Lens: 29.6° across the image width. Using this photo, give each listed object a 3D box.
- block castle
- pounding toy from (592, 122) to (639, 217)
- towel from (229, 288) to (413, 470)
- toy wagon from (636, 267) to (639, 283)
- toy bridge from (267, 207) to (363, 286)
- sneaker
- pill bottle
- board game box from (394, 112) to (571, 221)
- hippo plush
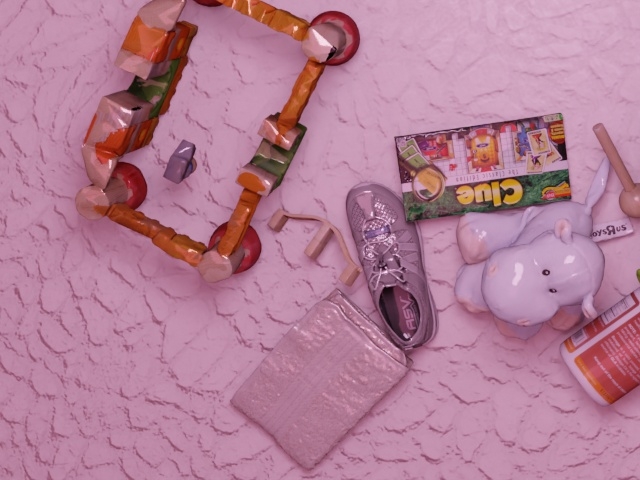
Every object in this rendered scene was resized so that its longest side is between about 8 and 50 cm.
[{"bbox_3d":[-0.163,-0.189,1.869,0.303,0.213,0.453,26,105,2],"label":"block castle"},{"bbox_3d":[0.508,-0.085,1.691,0.237,0.110,0.183,-7,134,34],"label":"pounding toy"},{"bbox_3d":[0.000,0.230,1.971,0.187,0.049,0.282,42,111,4],"label":"towel"},{"bbox_3d":[0.594,0.001,1.668,0.267,0.344,0.068,-33,99,-3],"label":"toy wagon"},{"bbox_3d":[0.000,0.000,1.919,0.188,0.026,0.063,36,93,31],"label":"toy bridge"},{"bbox_3d":[0.116,0.040,1.894,0.105,0.115,0.281,-22,94,14],"label":"sneaker"},{"bbox_3d":[0.482,0.147,1.837,0.216,0.121,0.121,-38,90,15],"label":"pill bottle"},{"bbox_3d":[0.251,-0.112,1.866,0.260,0.030,0.136,-9,100,2],"label":"board game box"},{"bbox_3d":[0.343,0.058,1.771,0.294,0.236,0.234,-20,107,6],"label":"hippo plush"}]
